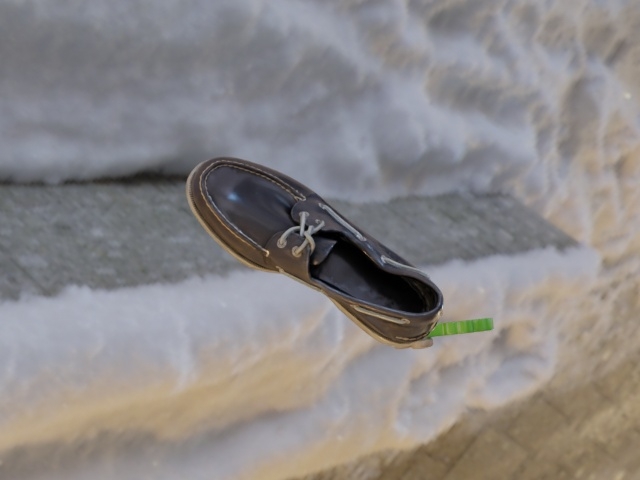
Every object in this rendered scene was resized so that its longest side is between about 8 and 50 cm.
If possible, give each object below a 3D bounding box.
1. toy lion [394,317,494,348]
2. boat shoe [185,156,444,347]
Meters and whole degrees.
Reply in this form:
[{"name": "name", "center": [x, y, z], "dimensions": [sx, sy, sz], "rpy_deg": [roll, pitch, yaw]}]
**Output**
[{"name": "toy lion", "center": [0.134, 0.095, 1.373], "dimensions": [0.096, 0.034, 0.100], "rpy_deg": [-6, 176, -14]}, {"name": "boat shoe", "center": [0.000, 0.000, 0.902], "dimensions": [0.075, 0.206, 0.065], "rpy_deg": [-57, -176, -20]}]
